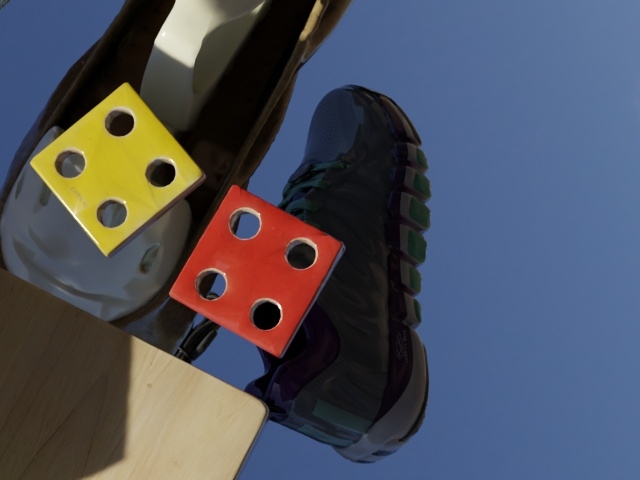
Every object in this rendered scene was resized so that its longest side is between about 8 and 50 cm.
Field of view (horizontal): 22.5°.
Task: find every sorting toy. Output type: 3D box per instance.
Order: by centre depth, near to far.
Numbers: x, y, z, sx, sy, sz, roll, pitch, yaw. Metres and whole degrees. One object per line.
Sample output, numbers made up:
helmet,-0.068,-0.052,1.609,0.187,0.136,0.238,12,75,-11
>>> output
sorting toy,-0.099,0.083,0.576,0.274,0.132,0.046,-63,-10,-7

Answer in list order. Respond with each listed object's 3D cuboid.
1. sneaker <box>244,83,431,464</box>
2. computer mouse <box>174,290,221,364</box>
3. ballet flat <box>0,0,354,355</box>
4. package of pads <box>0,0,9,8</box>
sneaker,0.000,0.000,0.828,0.098,0.083,0.223,20,-131,-32
computer mouse,-0.180,0.044,1.386,0.193,0.042,0.106,34,-111,13
ballet flat,-0.068,-0.062,0.735,0.116,0.342,0.124,32,176,3
package of pads,0.000,-0.201,0.356,0.101,0.296,0.229,42,-130,-10
